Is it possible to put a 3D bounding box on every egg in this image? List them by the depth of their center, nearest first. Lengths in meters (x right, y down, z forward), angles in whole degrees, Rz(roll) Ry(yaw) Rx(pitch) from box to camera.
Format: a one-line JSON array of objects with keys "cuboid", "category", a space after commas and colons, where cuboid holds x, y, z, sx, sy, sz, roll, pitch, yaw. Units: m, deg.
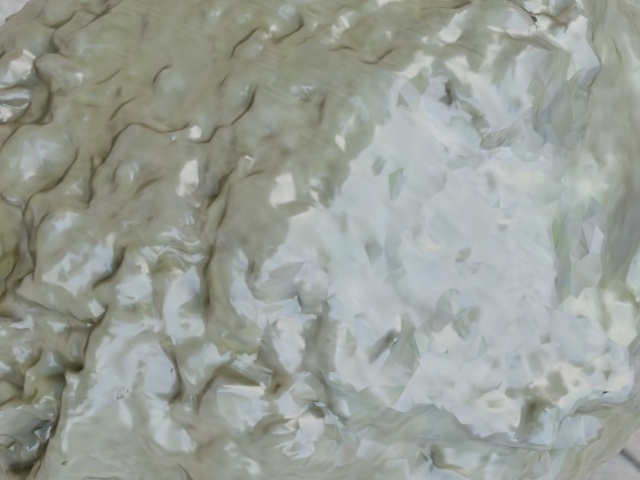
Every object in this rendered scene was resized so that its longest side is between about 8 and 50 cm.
[{"cuboid": [0.000, 0.000, 0.541, 0.310, 0.279, 0.279, -25, 113, -21], "category": "egg"}]
